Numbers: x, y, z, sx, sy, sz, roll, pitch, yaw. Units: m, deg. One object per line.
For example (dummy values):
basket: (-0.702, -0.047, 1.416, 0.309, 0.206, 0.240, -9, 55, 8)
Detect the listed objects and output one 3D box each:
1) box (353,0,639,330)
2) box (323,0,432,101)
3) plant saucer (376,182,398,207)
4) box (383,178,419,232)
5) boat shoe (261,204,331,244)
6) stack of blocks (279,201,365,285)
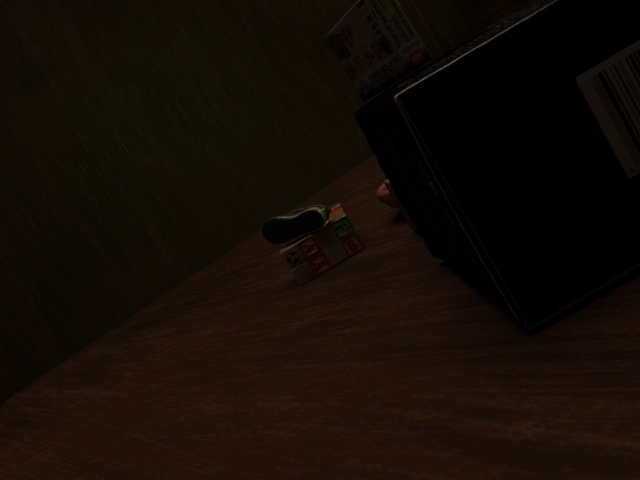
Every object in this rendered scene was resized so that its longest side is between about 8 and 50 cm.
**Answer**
box: (0.331, -0.171, 0.988, 0.480, 0.297, 0.472, -31, 6, 1)
box: (0.070, -0.259, 1.033, 0.036, 0.114, 0.207, -35, 8, -11)
plant saucer: (0.289, -0.159, 1.777, 0.332, 0.084, 0.332, -29, 8, 5)
box: (0.277, -0.120, 1.450, 0.262, 0.127, 0.231, -32, 10, 0)
boat shoe: (-0.051, -0.037, 1.730, 0.183, 0.066, 0.066, -12, 13, 36)
stack of blocks: (0.000, 0.000, 1.834, 0.171, 0.087, 0.297, -31, 8, 3)
